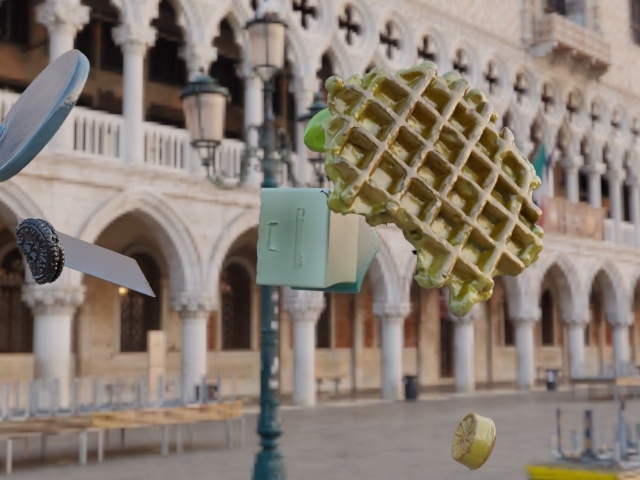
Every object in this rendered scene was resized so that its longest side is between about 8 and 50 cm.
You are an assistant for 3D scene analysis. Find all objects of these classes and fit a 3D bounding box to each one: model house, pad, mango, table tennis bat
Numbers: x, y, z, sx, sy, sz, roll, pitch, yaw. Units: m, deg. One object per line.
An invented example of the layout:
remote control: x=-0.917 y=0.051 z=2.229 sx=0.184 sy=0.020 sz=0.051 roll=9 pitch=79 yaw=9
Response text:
model house: x=0.000 y=0.000 z=1.196 sx=0.101 sy=0.127 sz=0.149 roll=2 pitch=-3 yaw=30
pad: x=-0.364 y=0.026 z=1.502 sx=0.211 sy=0.003 sz=0.143 roll=24 pitch=12 yaw=-32
mango: x=0.025 y=-0.169 z=1.479 sx=0.108 sy=0.073 sz=0.056 roll=-23 pitch=16 yaw=-6
table tennis bat: x=-0.438 y=-0.168 z=1.405 sx=0.329 sy=0.215 sz=0.044 roll=-19 pitch=-44 yaw=43

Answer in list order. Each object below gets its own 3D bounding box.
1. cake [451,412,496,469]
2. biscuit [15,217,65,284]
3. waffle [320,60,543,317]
cake: x=0.234 y=0.304 z=1.470 sx=0.044 sy=0.084 sz=0.084 roll=25 pitch=-10 yaw=-8
biscuit: x=-0.379 y=0.014 z=1.307 sx=0.087 sy=0.089 sz=0.027 roll=20 pitch=23 yaw=33
waffle: x=0.129 y=-0.073 z=1.097 sx=0.282 sy=0.300 sz=0.058 roll=-29 pitch=-6 yaw=-34
